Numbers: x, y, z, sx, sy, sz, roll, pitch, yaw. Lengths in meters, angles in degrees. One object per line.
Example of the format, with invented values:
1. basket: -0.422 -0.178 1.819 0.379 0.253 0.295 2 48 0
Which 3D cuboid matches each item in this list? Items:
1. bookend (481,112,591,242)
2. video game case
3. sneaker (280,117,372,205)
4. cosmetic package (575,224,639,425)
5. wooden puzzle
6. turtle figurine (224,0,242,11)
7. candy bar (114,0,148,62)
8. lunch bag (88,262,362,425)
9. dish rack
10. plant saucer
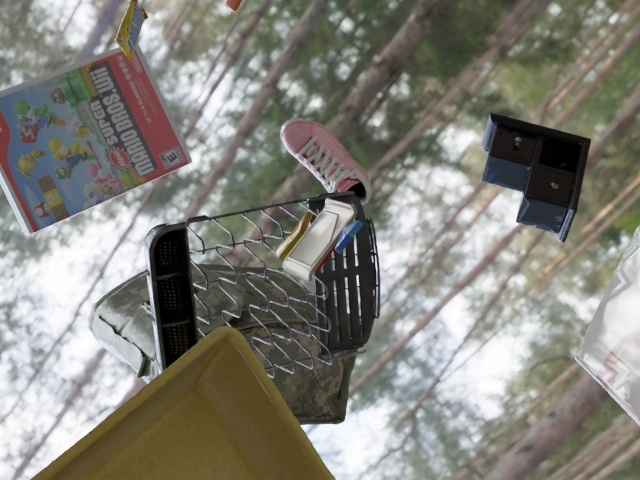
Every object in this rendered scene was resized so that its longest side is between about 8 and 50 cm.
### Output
1. bookend: 0.304 -0.095 1.810 0.157 0.072 0.156 16 -130 7
2. video game case: -0.347 -0.154 1.801 0.285 0.025 0.204 -28 -84 -32
3. sneaker: 0.011 -0.090 1.451 0.134 0.051 0.070 39 -166 -22
4. cosmetic package: 0.314 0.108 0.851 0.153 0.129 0.296 21 -167 -15
5. wooden puzzle: 0.000 0.000 1.028 0.014 0.078 0.116 35 -179 -21
6. turtle figurine: -0.009 -0.305 1.040 0.087 0.270 0.217 13 180 35
7. candy bar: -0.269 -0.299 1.743 0.040 0.018 0.161 56 -161 -27
8. lunch bag: -0.131 0.124 1.570 0.287 0.169 0.235 5 -168 -33
9. dish rack: -0.052 0.059 1.296 0.271 0.208 0.074 -11 -162 -23
10. plant saucer: -0.130 0.303 1.140 0.333 0.081 0.333 -39 -76 -31
